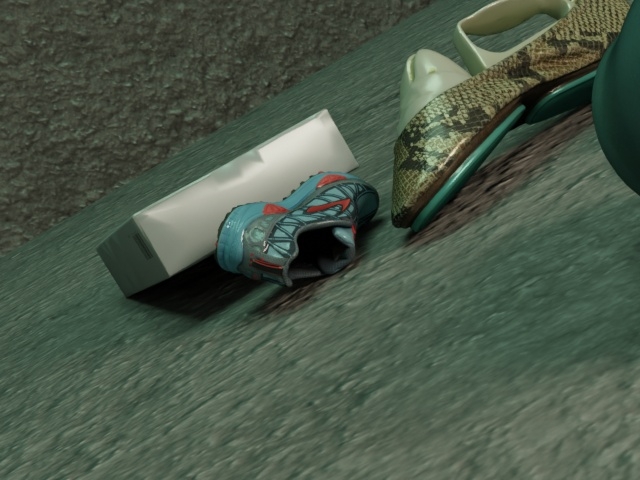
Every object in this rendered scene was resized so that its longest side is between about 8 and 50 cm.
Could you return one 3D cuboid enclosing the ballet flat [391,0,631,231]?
[{"bbox_3d":[0.211,-0.188,1.545,0.483,0.182,0.164,-35,-12,-29],"label":"ballet flat"}]

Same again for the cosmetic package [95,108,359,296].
[{"bbox_3d":[-0.139,-0.041,1.714,0.284,0.097,0.377,-33,4,-17],"label":"cosmetic package"}]

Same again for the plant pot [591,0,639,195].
[{"bbox_3d":[0.343,-0.125,0.964,0.272,0.271,0.255,-31,-1,-16],"label":"plant pot"}]

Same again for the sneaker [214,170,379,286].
[{"bbox_3d":[0.000,0.000,1.492,0.125,0.104,0.262,25,33,32],"label":"sneaker"}]
